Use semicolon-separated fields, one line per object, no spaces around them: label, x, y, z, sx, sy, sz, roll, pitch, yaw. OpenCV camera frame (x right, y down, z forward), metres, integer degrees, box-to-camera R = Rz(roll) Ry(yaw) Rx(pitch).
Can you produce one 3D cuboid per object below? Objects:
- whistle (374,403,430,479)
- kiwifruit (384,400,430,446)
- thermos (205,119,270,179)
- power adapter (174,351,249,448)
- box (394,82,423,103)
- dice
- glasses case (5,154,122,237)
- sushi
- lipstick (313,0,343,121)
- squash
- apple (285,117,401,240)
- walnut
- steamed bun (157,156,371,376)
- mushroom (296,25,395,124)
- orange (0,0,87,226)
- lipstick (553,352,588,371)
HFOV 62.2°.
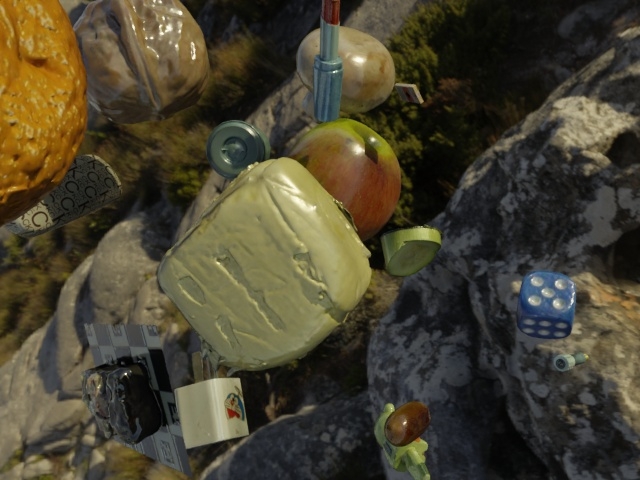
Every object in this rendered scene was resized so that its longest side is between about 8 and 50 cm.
whistle;0.236;0.586;1.517;0.288;0.106;0.131;-137;52;-63
kiwifruit;0.181;0.384;1.111;0.075;0.124;0.075;15;114;39
thermos;-0.193;-0.231;1.409;0.145;0.182;0.286;-43;6;8
power adapter;-0.254;0.357;1.212;0.125;0.130;0.205;-19;72;17
box;0.206;-0.344;1.239;0.012;0.046;0.083;-38;28;-6
dice;0.615;0.178;1.447;0.143;0.146;0.146;5;54;24
glasses case;-0.596;-0.111;1.231;0.085;0.355;0.137;-28;100;23
sushi;-0.421;0.320;1.058;0.373;0.100;0.296;-7;97;47
lipstick;0.017;-0.392;1.142;0.068;0.061;0.274;38;142;34
squash;0.323;0.029;1.856;0.220;0.220;0.133;-27;58;39
apple;0.058;-0.161;1.448;0.339;0.339;0.340;-18;65;43
walnut;-0.357;-0.357;1.053;0.227;0.273;0.273;-38;51;49
steamed bun;-0.069;0.036;0.706;0.273;0.232;0.166;-42;6;25
mushroom;0.059;-0.455;1.545;0.290;0.292;0.292;118;143;-49
orange;-0.414;-0.163;0.526;0.293;0.340;0.341;-2;73;10
lipstick;0.558;0.263;1.170;0.037;0.116;0.037;0;90;50
